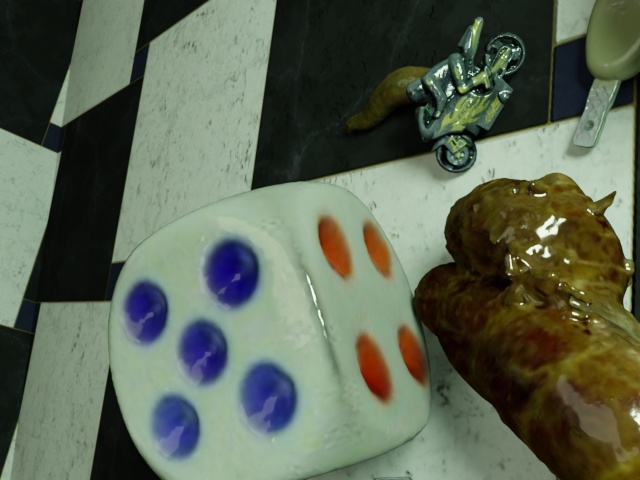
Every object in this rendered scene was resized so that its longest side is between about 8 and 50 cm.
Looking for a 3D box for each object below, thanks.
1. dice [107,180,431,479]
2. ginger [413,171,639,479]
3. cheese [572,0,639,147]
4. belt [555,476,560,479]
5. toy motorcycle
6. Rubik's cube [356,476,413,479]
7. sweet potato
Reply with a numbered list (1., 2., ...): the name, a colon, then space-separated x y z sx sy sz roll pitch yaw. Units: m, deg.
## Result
1. dice: -0.059 0.122 0.794 0.304 0.277 0.304 -23 76 25
2. ginger: 0.241 0.082 0.630 0.254 0.176 0.418 -67 30 23
3. cheese: 0.325 -0.196 0.729 0.097 0.037 0.192 26 98 53
4. belt: 0.252 0.322 0.635 0.071 0.053 0.231 -8 72 58
5. toy motorcycle: 0.176 -0.191 0.853 0.061 0.124 0.193 -70 3 -73
6. Rubik's cube: 0.025 0.429 0.740 0.231 0.225 0.221 -61 40 18
7. sweet potato: 0.113 -0.217 0.984 0.250 0.059 0.069 -11 107 51
